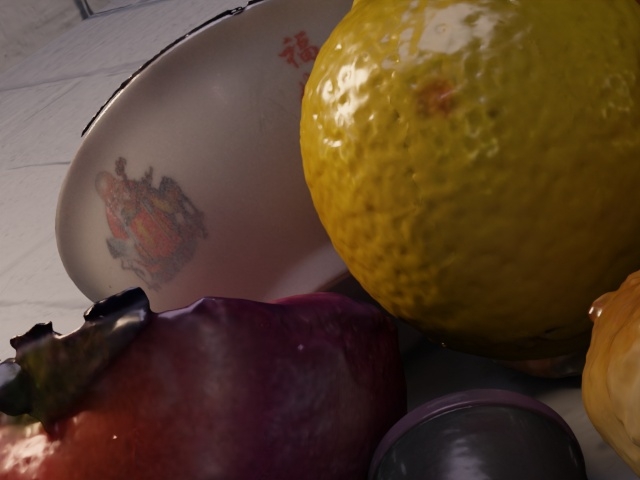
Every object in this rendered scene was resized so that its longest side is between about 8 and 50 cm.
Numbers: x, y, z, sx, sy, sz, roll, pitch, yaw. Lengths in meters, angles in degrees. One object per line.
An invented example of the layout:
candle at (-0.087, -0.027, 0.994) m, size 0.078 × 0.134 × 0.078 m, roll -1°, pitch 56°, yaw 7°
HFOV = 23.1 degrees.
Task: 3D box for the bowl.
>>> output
bowl at (0.000, 0.000, 1.097) m, size 0.345 × 0.345 × 0.157 m, roll -27°, pitch 55°, yaw -2°

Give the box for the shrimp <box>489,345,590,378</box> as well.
shrimp at (0.213, -0.009, 1.101) m, size 0.168 × 0.077 × 0.317 m, roll 2°, pitch 37°, yaw 34°

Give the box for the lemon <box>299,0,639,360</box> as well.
lemon at (0.101, -0.054, 0.902) m, size 0.228 × 0.253 × 0.228 m, roll -36°, pitch 13°, yaw 9°

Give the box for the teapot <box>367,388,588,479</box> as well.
teapot at (0.072, 0.160, 0.790) m, size 0.148 × 0.116 × 0.146 m, roll -20°, pitch 31°, yaw 7°

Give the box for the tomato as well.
tomato at (-0.081, 0.145, 0.914) m, size 0.335 × 0.176 × 0.290 m, roll -21°, pitch -15°, yaw 31°

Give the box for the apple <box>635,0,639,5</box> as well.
apple at (0.200, -0.130, 1.058) m, size 0.158 × 0.156 × 0.147 m, roll -32°, pitch 56°, yaw 44°

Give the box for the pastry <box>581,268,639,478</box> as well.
pastry at (0.283, 0.036, 0.718) m, size 0.316 × 0.184 × 0.284 m, roll -34°, pitch 1°, yaw -9°
